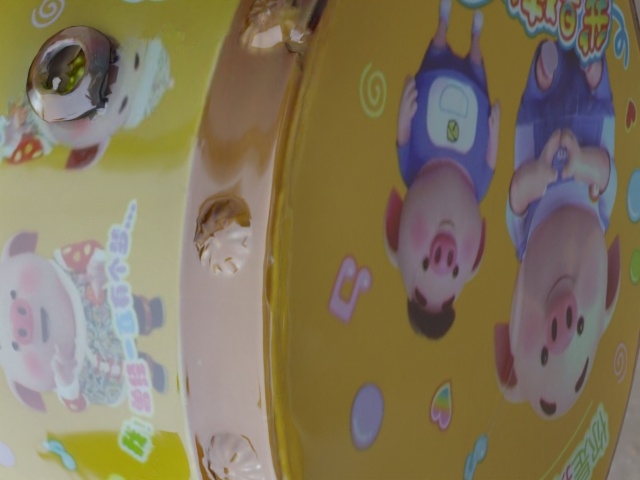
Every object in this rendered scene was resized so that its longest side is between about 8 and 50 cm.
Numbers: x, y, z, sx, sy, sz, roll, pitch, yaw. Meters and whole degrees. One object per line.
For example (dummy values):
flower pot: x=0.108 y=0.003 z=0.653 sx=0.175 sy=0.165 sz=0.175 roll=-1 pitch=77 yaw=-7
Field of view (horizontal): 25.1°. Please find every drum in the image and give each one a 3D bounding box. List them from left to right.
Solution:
drum: x=0.000 y=0.000 z=0.727 sx=0.214 sy=0.431 sz=0.431 roll=6 pitch=148 yaw=32
